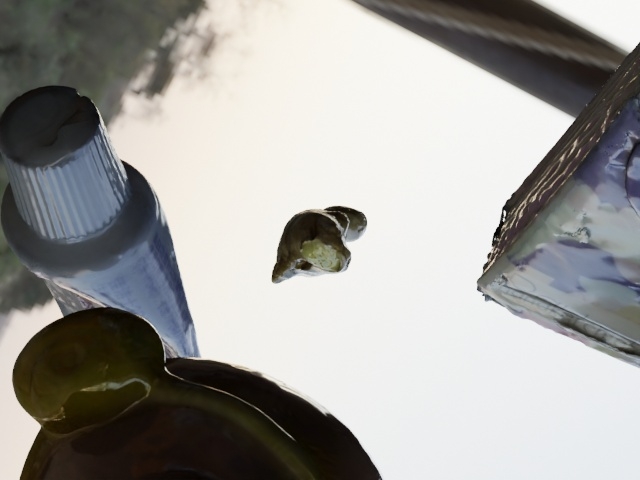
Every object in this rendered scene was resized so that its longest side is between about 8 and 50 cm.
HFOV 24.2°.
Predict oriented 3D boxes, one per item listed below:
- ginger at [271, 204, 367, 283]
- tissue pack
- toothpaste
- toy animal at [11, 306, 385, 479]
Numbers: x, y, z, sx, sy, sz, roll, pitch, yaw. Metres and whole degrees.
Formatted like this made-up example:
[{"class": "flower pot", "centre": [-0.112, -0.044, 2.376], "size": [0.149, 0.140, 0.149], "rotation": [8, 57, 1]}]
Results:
[{"class": "ginger", "centre": [-0.010, 0.005, 1.679], "size": [0.205, 0.115, 0.081], "rotation": [-30, 111, -79]}, {"class": "tissue pack", "centre": [0.291, -0.013, 1.168], "size": [0.343, 0.242, 0.125], "rotation": [120, -9, -63]}, {"class": "toothpaste", "centre": [-0.098, 0.024, 0.708], "size": [0.282, 0.069, 0.099], "rotation": [81, -15, -61]}, {"class": "toy animal", "centre": [-0.048, 0.121, 0.480], "size": [0.248, 0.165, 0.149], "rotation": [-64, 180, -54]}]
